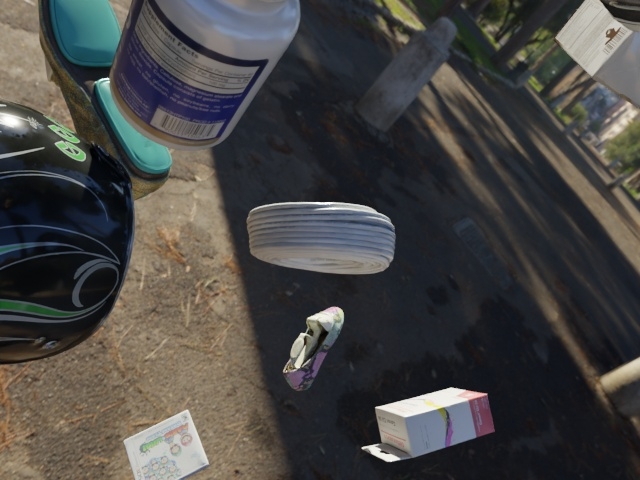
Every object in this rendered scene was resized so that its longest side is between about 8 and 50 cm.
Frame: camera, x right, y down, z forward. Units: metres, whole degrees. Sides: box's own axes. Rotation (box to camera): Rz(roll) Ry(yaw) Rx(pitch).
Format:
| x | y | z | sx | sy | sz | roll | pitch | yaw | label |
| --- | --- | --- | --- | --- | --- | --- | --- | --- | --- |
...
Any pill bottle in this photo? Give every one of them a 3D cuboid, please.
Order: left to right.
| x | y | z | sx | sy | sz | roll | pitch | yaw | label |
| --- | --- | --- | --- | --- | --- | --- | --- | --- | --- |
| -0.080 | -0.160 | 0.407 | 0.111 | 0.186 | 0.112 | 16 | 57 | -26 | pill bottle |

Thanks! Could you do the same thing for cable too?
| x | y | z | sx | sy | sz | roll | pitch | yaw | label |
| --- | --- | --- | --- | --- | --- | --- | --- | --- | --- |
| 0.000 | 0.000 | 0.954 | 0.256 | 0.257 | 0.089 | 5 | 80 | -9 | cable |

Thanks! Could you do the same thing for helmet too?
| x | y | z | sx | sy | sz | roll | pitch | yaw | label |
| --- | --- | --- | --- | --- | --- | --- | --- | --- | --- |
| -0.217 | -0.006 | 0.339 | 0.161 | 0.169 | 0.169 | 11 | 44 | -46 | helmet |

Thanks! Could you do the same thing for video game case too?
| x | y | z | sx | sy | sz | roll | pitch | yaw | label |
| --- | --- | --- | --- | --- | --- | --- | --- | --- | --- |
| -0.349 | 0.480 | 1.253 | 0.157 | 0.019 | 0.143 | -23 | 55 | -16 | video game case |

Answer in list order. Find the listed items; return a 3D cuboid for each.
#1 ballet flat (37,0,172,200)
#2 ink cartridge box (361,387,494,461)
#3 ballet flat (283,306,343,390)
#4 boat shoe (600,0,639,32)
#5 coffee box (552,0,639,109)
| x | y | z | sx | sy | sz | roll | pitch | yaw | label |
| --- | --- | --- | --- | --- | --- | --- | --- | --- | --- |
| -0.320 | -0.214 | 0.777 | 0.123 | 0.123 | 0.349 | -17 | 80 | -58 | ballet flat |
| 0.172 | 0.305 | 0.931 | 0.198 | 0.115 | 0.067 | -9 | 84 | -21 | ink cartridge box |
| -0.015 | 0.216 | 1.204 | 0.079 | 0.076 | 0.222 | 58 | 48 | -34 | ballet flat |
| 0.430 | -0.274 | 0.554 | 0.102 | 0.108 | 0.301 | 4 | 11 | -40 | boat shoe |
| 0.505 | -0.313 | 0.930 | 0.141 | 0.098 | 0.247 | 29 | 32 | -11 | coffee box |
